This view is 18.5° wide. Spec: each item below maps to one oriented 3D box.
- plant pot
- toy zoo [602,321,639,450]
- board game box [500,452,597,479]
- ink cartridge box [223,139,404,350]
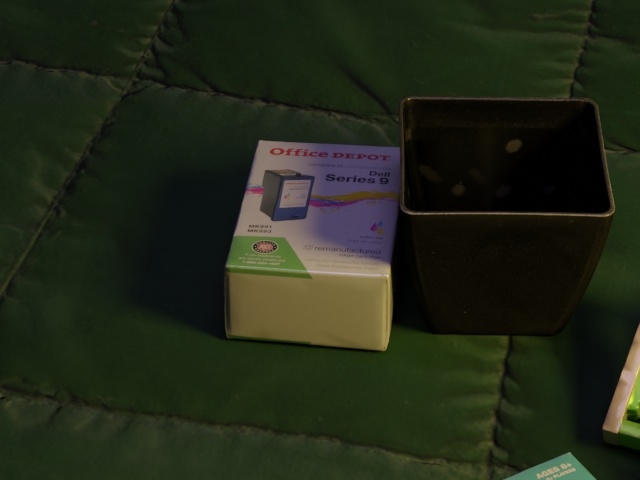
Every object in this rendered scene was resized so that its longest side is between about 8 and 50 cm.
[{"bbox_3d":[0.166,-0.015,1.827,0.188,0.167,0.187,0,38,1],"label":"plant pot"},{"bbox_3d":[0.412,0.125,1.690,0.293,0.030,0.192,15,64,20],"label":"toy zoo"},{"bbox_3d":[0.174,0.324,1.453,0.254,0.079,0.336,-19,41,-23],"label":"board game box"},{"bbox_3d":[0.000,0.000,1.870,0.154,0.093,0.212,4,36,7],"label":"ink cartridge box"}]
